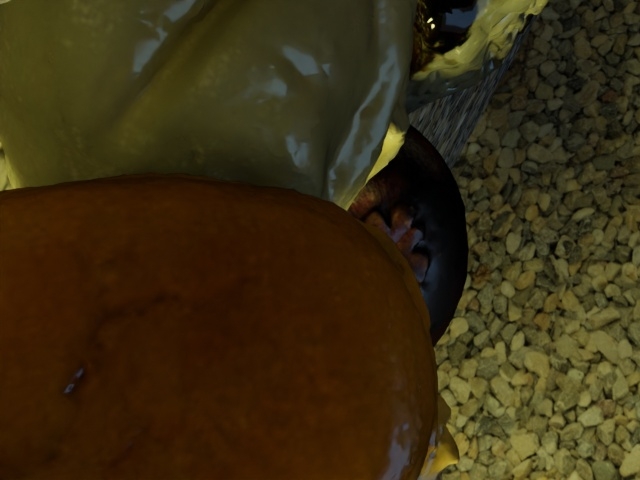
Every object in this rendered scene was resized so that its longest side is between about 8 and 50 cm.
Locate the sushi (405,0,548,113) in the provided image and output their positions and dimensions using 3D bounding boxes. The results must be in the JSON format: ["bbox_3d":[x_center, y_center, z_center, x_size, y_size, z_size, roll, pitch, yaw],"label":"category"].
[{"bbox_3d":[0.122,-0.279,0.984,0.234,0.207,0.348,-23,164,-41],"label":"sushi"}]

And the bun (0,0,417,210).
[{"bbox_3d":[-0.046,-0.120,0.659,0.365,0.219,0.365,23,90,-81],"label":"bun"}]

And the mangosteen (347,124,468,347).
[{"bbox_3d":[0.000,0.002,1.040,0.297,0.293,0.297,-12,107,-43],"label":"mangosteen"}]

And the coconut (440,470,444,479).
[{"bbox_3d":[-0.018,0.328,1.418,0.404,0.405,0.404,-59,168,-20],"label":"coconut"}]

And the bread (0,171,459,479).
[{"bbox_3d":[-0.133,0.095,0.495,0.389,0.236,0.183,-18,160,-17],"label":"bread"}]

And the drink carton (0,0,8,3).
[{"bbox_3d":[-0.176,-0.138,0.328,0.222,0.102,0.134,-50,160,-57],"label":"drink carton"}]
